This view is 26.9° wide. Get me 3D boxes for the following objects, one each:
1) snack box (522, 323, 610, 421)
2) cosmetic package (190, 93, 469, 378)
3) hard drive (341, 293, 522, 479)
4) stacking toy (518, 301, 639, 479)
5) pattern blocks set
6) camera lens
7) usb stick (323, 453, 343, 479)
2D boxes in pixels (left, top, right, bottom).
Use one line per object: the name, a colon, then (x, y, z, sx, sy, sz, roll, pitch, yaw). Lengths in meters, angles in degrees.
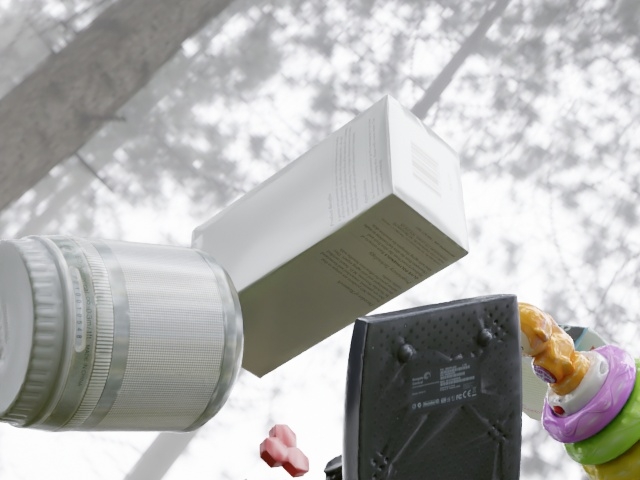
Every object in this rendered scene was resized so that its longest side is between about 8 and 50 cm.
snack box: (0.307, 0.178, 1.737, 0.187, 0.060, 0.322, 40, -14, -18)
cosmetic package: (0.000, 0.000, 1.742, 0.365, 0.197, 0.155, -33, -53, 31)
hard drive: (0.094, 0.175, 1.148, 0.054, 0.172, 0.255, 20, -66, 57)
stacking toy: (0.273, 0.159, 1.237, 0.302, 0.166, 0.175, 40, -11, -16)
pattern blocks set: (-0.015, 0.407, 1.751, 0.285, 0.325, 0.026, 43, -61, -6)
camera lens: (-0.241, 0.108, 1.518, 0.219, 0.274, 0.220, -11, -104, 51)
usb stick: (0.112, 0.377, 1.738, 0.077, 0.045, 0.278, -28, -67, 36)
